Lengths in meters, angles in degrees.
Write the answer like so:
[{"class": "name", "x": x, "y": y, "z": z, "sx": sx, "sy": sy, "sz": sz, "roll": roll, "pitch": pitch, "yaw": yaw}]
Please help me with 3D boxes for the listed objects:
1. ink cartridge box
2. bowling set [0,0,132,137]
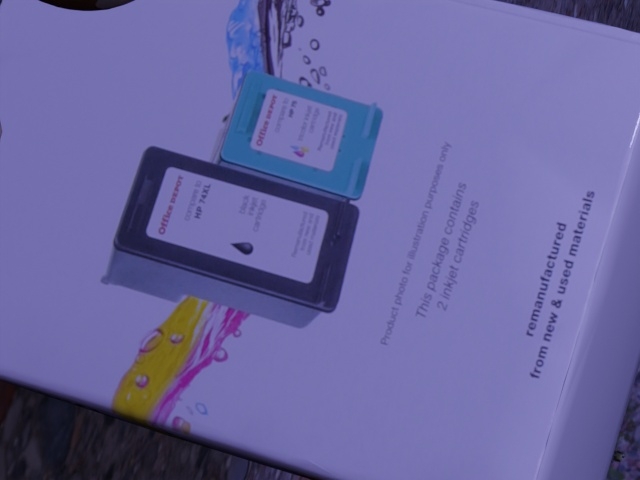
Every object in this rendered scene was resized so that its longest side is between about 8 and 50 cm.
[{"class": "ink cartridge box", "x": 0.000, "y": 0.000, "z": 0.843, "sx": 0.198, "sy": 0.270, "sz": 0.197, "roll": 35, "pitch": 71, "yaw": -72}, {"class": "bowling set", "x": -0.138, "y": -0.050, "z": 0.481, "sx": 0.287, "sy": 0.200, "sz": 0.154, "roll": -19, "pitch": 123, "yaw": -60}]
